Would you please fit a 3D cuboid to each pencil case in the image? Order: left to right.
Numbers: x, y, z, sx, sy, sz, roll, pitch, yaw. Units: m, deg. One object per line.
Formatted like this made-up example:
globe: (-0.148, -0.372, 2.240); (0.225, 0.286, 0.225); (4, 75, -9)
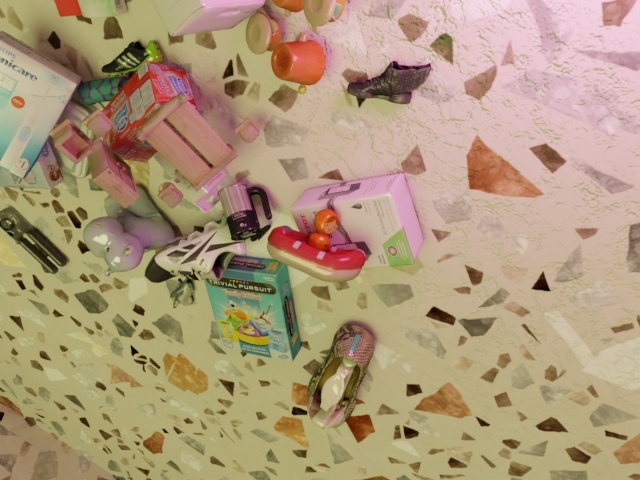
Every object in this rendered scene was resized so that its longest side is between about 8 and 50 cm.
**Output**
pencil case: (-0.563, -0.394, 1.477); (0.152, 0.064, 0.070); (2, 160, 25)

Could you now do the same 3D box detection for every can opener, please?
can opener: (-1.022, 0.001, 1.974); (0.283, 0.076, 0.095); (48, 161, -12)

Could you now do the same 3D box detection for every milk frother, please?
milk frother: (-0.202, -0.071, 1.517); (0.143, 0.129, 0.134); (128, 126, -67)

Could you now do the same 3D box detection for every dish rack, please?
dish rack: (-0.786, -0.339, 1.617); (0.333, 0.072, 0.285); (33, 131, 3)

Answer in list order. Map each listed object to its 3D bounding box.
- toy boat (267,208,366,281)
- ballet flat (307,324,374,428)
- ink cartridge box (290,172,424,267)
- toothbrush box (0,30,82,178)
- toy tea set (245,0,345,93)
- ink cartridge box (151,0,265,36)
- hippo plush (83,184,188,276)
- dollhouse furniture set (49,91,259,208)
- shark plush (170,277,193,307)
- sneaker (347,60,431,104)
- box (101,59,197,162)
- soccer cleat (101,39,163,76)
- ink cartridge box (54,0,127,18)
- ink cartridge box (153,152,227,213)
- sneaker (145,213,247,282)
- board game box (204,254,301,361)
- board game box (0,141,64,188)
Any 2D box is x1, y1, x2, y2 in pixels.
toy boat: (0.000, 0.000, 1.306); (0.231, 0.151, 0.151); (23, 101, 11)
ballet flat: (0.038, 0.461, 1.708); (0.164, 0.182, 0.482); (23, 129, 8)
ink cartridge box: (0.091, -0.038, 1.382); (0.273, 0.114, 0.198); (-7, 118, 30)
toothbrush box: (-0.786, -0.345, 1.433); (0.216, 0.126, 0.295); (30, 102, -26)
toy tea set: (-0.016, -0.477, 1.159); (0.336, 0.124, 0.200); (-46, 67, 43)
ink cartridge box: (-0.265, -0.561, 1.098); (0.117, 0.207, 0.282); (-22, 99, 38)
hippo plush: (-0.570, 0.011, 1.646); (0.294, 0.236, 0.234); (44, 129, -8)
dollhouse furniture set: (-0.382, -0.268, 1.307); (0.356, 0.174, 0.303); (-40, 132, 1)
shark plush: (-0.452, 0.154, 1.811); (0.067, 0.073, 0.161); (51, 140, 26)
sneaker: (0.144, -0.345, 1.192); (0.170, 0.051, 0.089); (14, 127, 11)
box: (-0.438, -0.315, 1.405); (0.257, 0.123, 0.128); (-30, 69, 36)
soccer cleat: (-0.475, -0.457, 1.403); (0.179, 0.060, 0.072); (-5, 110, 20)
ink cartridge box: (-0.587, -0.628, 1.336); (0.225, 0.056, 0.180); (4, 123, 21)
ink cartridge box: (-0.327, -0.182, 1.480); (0.067, 0.115, 0.198); (-29, 108, 36)
sneaker: (-0.352, 0.064, 1.576); (0.331, 0.122, 0.146); (-30, 73, 18)
board game box: (-0.209, 0.206, 1.714); (0.254, 0.079, 0.335); (6, 124, 21)
board game box: (-0.936, -0.307, 1.621); (0.318, 0.066, 0.318); (5, 123, 23)
